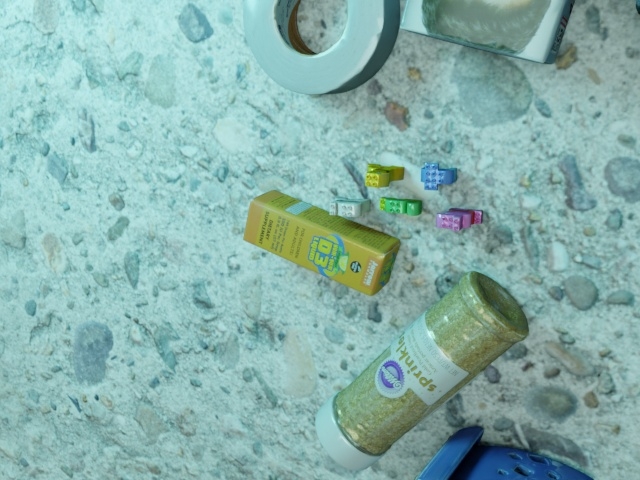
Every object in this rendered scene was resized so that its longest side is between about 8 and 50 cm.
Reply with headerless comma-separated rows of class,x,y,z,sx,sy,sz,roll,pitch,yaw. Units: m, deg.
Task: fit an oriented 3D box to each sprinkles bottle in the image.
sprinkles bottle,0.141,0.200,0.942,0.121,0.121,0.355,46,116,8

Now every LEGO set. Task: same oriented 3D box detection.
LEGO set,0.110,-0.068,0.903,0.227,0.093,0.087,6,105,24

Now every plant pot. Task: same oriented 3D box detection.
plant pot,0.229,0.421,0.900,0.212,0.236,0.236,26,112,24

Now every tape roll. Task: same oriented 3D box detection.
tape roll,0.000,-0.321,0.904,0.219,0.072,0.219,6,105,24

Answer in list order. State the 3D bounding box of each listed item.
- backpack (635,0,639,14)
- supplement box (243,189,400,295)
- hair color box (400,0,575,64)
backpack,0.439,-0.277,0.606,0.276,0.213,0.263,-31,128,21
supplement box,0.000,0.000,0.982,0.233,0.080,0.078,21,113,17
hair color box,0.240,-0.416,0.745,0.185,0.113,0.375,20,111,19
